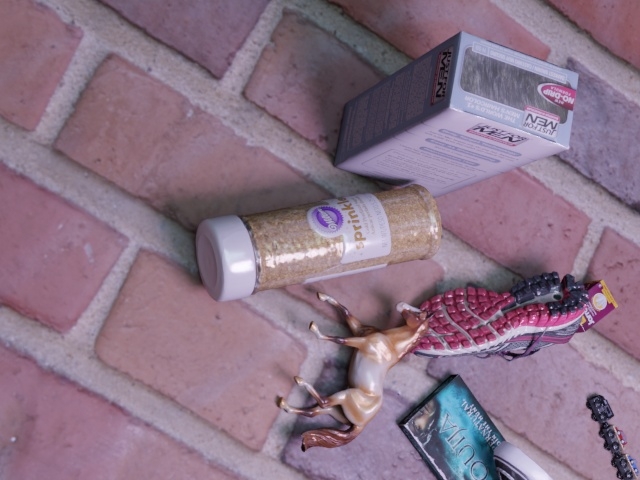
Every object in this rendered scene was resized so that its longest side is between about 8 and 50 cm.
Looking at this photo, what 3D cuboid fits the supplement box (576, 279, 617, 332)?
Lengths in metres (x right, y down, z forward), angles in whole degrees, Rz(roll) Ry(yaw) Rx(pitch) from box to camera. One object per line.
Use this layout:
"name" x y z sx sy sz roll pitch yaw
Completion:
"supplement box" 0.439 0.109 1.887 0.083 0.043 0.055 -34 97 -22

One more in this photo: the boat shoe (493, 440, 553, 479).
"boat shoe" 0.332 0.445 1.753 0.105 0.113 0.306 -39 117 -15

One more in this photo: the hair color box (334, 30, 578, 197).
"hair color box" 0.181 -0.167 1.639 0.185 0.374 0.113 15 77 -20

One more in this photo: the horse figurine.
"horse figurine" 0.046 0.197 1.695 0.174 0.066 0.263 22 79 -14

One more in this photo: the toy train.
"toy train" 0.486 0.328 1.884 0.036 0.027 0.158 -25 92 -34

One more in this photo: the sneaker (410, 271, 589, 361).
"sneaker" 0.277 0.142 1.784 0.299 0.112 0.121 -8 44 -13

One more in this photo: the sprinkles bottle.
"sprinkles bottle" 0.000 0.000 1.680 0.355 0.121 0.121 -11 87 -24

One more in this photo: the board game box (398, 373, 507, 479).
"board game box" 0.220 0.319 1.775 0.126 0.026 0.186 -39 98 -23
